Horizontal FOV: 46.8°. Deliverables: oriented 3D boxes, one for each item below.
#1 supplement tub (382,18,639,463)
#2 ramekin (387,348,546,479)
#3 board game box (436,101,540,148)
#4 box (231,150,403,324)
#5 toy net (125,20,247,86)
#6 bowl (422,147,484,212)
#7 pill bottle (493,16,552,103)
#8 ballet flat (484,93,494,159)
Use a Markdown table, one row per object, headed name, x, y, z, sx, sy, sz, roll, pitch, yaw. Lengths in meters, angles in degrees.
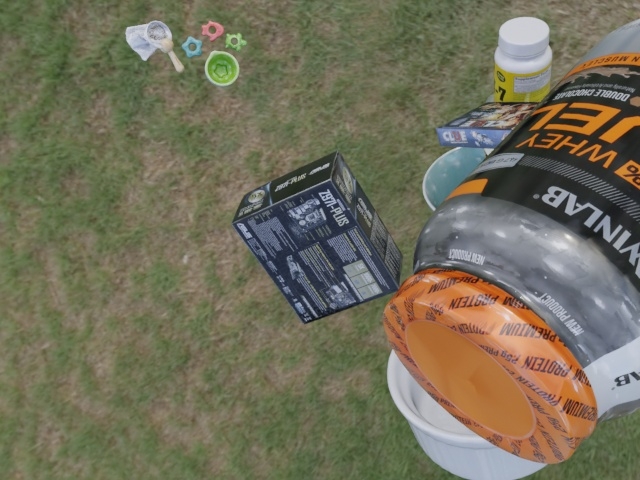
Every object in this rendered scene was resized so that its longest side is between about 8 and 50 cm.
| name | x | y | z | sx | sy | sz | roll | pitch | yaw |
| --- | --- | --- | --- | --- | --- | --- | --- | --- | --- |
| supplement tub | 0.217 | -0.007 | 0.581 | 0.207 | 0.338 | 0.207 | 37 | 156 | 19 |
| ramekin | 0.249 | 0.222 | 1.106 | 0.277 | 0.277 | 0.135 | 1 | 131 | 27 |
| board game box | 0.377 | -0.233 | 1.483 | 0.243 | 0.165 | 0.042 | 13 | 126 | 53 |
| box | 0.000 | 0.000 | 0.948 | 0.147 | 0.078 | 0.180 | -23 | 117 | 24 |
| toy net | -0.267 | -0.391 | 1.463 | 0.232 | 0.045 | 0.122 | 17 | 92 | -13 |
| bowl | 0.420 | -0.093 | 1.863 | 0.311 | 0.312 | 0.163 | 10 | 139 | 25 |
| pill bottle | 0.428 | -0.356 | 1.566 | 0.119 | 0.119 | 0.209 | 14 | 143 | 23 |
| ballet flat | 0.421 | -0.266 | 1.794 | 0.072 | 0.068 | 0.213 | -24 | 64 | 47 |
